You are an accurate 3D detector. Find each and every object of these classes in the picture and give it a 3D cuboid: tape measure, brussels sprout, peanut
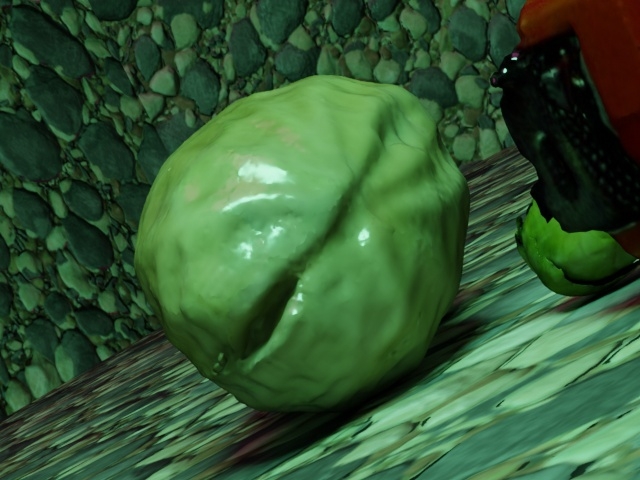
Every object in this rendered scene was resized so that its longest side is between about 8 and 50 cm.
[{"bbox_3d":[0.220,-0.094,0.643,0.253,0.114,0.260,-28,5,-30],"label":"tape measure"},{"bbox_3d":[0.119,-0.010,0.774,0.083,0.046,0.051,-27,8,-8],"label":"brussels sprout"},{"bbox_3d":[0.000,0.000,0.899,0.149,0.149,0.313,-28,-4,4],"label":"peanut"}]
